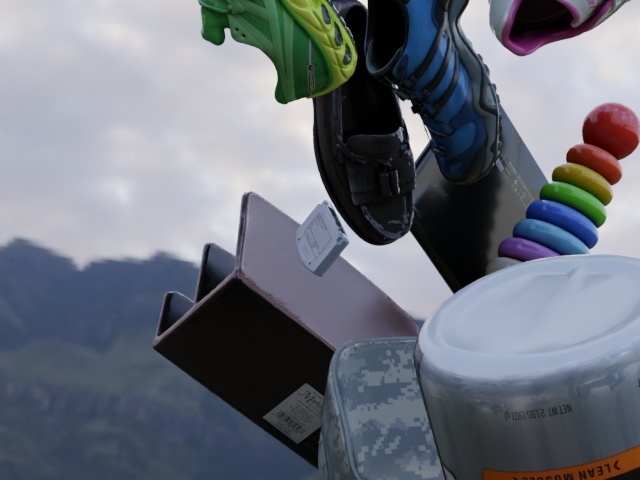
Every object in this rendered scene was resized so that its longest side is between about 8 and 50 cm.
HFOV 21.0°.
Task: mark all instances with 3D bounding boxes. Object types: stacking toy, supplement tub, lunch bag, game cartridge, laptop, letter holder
[{"bbox_3d":[0.374,-0.061,2.558,0.141,0.330,0.141,27,-10,5],"label":"stacking toy"},{"bbox_3d":[0.204,0.197,1.290,0.207,0.338,0.207,-15,21,6],"label":"supplement tub"},{"bbox_3d":[0.145,0.247,1.706,0.305,0.212,0.256,-1,-43,-11],"label":"lunch bag"},{"bbox_3d":[0.000,0.000,1.750,0.017,0.056,0.083,34,17,-29],"label":"game cartridge"},{"bbox_3d":[0.228,-0.085,2.722,0.236,0.408,0.382,6,-38,47],"label":"laptop"},{"bbox_3d":[-0.032,0.112,2.119,0.302,0.214,0.152,39,-63,-21],"label":"letter holder"}]

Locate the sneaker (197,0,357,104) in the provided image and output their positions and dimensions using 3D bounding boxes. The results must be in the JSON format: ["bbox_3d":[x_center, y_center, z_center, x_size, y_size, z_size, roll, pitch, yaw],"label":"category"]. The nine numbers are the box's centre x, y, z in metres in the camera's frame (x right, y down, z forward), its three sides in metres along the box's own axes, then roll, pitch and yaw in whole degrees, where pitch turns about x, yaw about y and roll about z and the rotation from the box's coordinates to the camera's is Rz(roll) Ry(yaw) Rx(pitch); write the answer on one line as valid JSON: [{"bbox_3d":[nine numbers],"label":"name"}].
[{"bbox_3d":[-0.085,-0.258,1.724,0.123,0.295,0.109,-34,11,14],"label":"sneaker"}]

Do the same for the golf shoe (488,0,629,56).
[{"bbox_3d":[0.305,-0.277,1.752,0.306,0.140,0.115,-28,-67,27],"label":"golf shoe"}]

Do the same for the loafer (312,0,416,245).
[{"bbox_3d":[0.049,-0.140,2.042,0.109,0.302,0.095,-18,5,-24],"label":"loafer"}]

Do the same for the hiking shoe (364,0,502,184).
[{"bbox_3d":[0.105,-0.188,1.875,0.132,0.304,0.113,-28,27,-25],"label":"hiking shoe"}]
